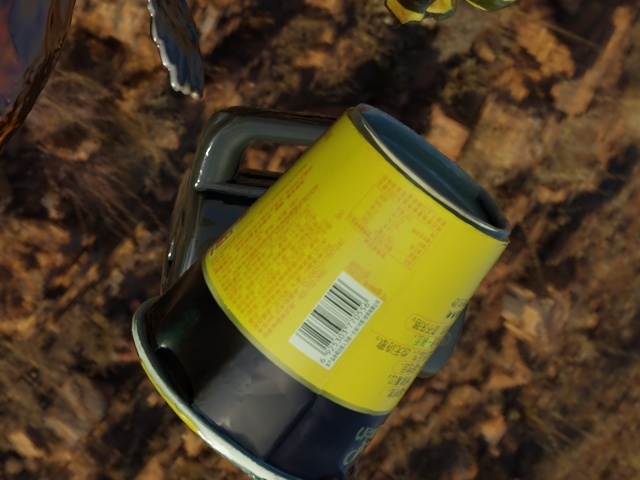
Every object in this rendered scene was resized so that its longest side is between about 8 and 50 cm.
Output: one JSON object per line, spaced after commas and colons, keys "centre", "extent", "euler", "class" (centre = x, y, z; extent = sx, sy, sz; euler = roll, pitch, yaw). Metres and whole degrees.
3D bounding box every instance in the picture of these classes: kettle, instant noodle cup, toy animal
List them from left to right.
{"centre": [-0.089, -0.245, 0.811], "extent": [0.272, 0.160, 0.197], "euler": [66, 31, -28], "class": "toy animal"}
{"centre": [-0.001, 0.014, 1.314], "extent": [0.308, 0.203, 0.262], "euler": [11, 150, -14], "class": "kettle"}
{"centre": [0.010, 0.036, 0.891], "extent": [0.236, 0.215, 0.215], "euler": [-51, 150, 17], "class": "instant noodle cup"}

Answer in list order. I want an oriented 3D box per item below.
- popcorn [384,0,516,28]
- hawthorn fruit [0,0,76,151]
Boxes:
{"centre": [0.156, -0.427, 1.445], "extent": [0.290, 0.321, 0.325], "euler": [-15, 91, -53], "class": "popcorn"}
{"centre": [-0.186, -0.114, 0.372], "extent": [0.298, 0.277, 0.277], "euler": [-22, 138, -9], "class": "hawthorn fruit"}
